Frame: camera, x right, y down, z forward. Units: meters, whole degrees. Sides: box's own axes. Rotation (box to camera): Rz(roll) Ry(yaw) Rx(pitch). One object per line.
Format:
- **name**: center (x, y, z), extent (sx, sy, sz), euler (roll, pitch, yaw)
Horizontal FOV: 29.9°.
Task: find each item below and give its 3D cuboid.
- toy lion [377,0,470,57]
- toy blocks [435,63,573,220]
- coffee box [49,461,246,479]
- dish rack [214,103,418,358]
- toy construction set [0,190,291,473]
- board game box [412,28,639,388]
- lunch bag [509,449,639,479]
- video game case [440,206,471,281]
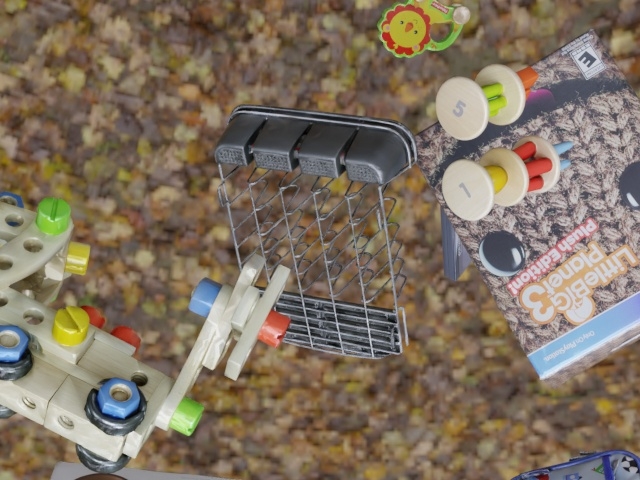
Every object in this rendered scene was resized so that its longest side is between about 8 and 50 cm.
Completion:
- **toy lion**: center (0.126, -0.273, 1.522), extent (0.100, 0.034, 0.096), euler (24, 104, -19)
- **toy blocks**: center (0.167, -0.094, 1.030), extent (0.054, 0.148, 0.123), euler (10, 112, 43)
- **coffee box**: center (-0.257, 0.569, 1.773), extent (0.337, 0.334, 0.338), euler (5, 129, 6)
- **dish rack**: center (0.000, 0.000, 1.243), extent (0.208, 0.074, 0.272), euler (10, 128, 26)
- **toy construction set**: center (-0.193, 0.069, 1.034), extent (0.327, 0.215, 0.151), euler (15, 130, 13)
- **board game box**: center (0.267, -0.028, 1.269), extent (0.232, 0.291, 0.141), euler (-32, 162, 9)
- **lunch bag**: center (0.384, 0.436, 1.708), extent (0.243, 0.303, 0.115), euler (-17, 125, 16)
- **video game case**: center (0.254, -0.095, 1.693), extent (0.026, 0.274, 0.196), euler (27, 152, 25)
